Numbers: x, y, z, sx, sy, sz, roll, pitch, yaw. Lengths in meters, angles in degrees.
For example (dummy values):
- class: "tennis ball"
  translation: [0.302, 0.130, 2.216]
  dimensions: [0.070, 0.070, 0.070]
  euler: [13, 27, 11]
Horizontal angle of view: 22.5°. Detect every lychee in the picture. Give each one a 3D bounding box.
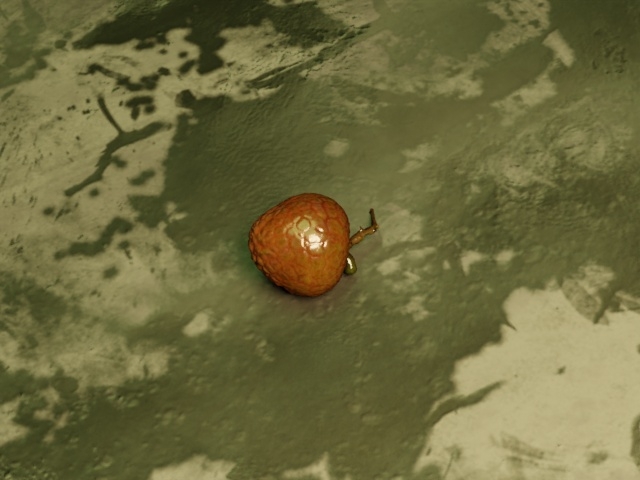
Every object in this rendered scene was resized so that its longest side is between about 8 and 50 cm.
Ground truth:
- class: "lychee"
  translation: [-0.004, -0.002, 1.656]
  dimensions: [0.140, 0.101, 0.114]
  euler: [-11, 56, -3]
